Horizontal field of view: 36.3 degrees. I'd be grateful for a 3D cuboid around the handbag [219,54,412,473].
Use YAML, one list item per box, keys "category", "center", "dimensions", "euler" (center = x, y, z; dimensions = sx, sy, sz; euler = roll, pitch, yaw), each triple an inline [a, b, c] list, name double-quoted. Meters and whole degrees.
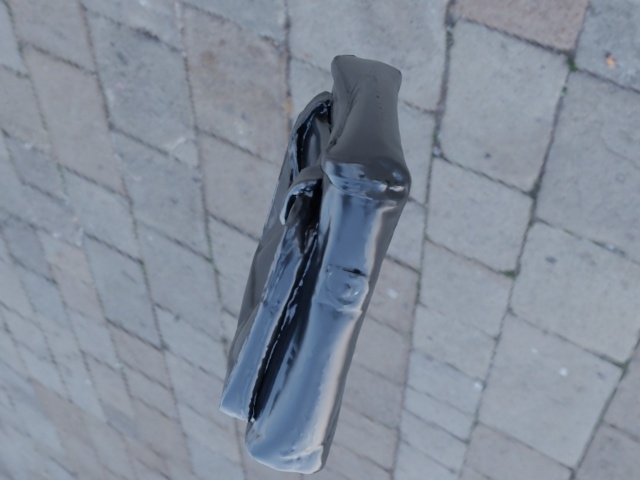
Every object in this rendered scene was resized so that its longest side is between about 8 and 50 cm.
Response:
- category: "handbag"
  center: [0.000, 0.000, 0.705]
  dimensions: [0.088, 0.275, 0.244]
  euler: [17, 115, -3]
